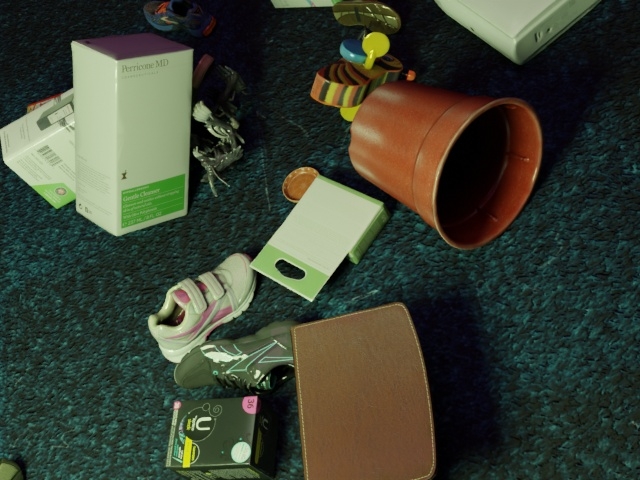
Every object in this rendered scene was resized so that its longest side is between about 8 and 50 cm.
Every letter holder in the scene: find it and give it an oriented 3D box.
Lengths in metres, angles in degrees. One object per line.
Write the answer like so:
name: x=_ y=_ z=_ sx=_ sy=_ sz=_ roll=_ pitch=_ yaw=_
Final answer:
letter holder: x=0.087 y=0.275 z=1.408 sx=0.214 sy=0.152 sz=0.301 roll=-16 pitch=55 yaw=12

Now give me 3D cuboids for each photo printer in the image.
photo printer: x=0.391 y=-0.525 z=1.790 sx=0.256 sy=0.107 sz=0.307 roll=-39 pitch=53 yaw=-2

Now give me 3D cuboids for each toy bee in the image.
toy bee: x=0.108 y=-0.349 z=1.779 sx=0.162 sy=0.195 sz=0.298 roll=26 pitch=60 yaw=9

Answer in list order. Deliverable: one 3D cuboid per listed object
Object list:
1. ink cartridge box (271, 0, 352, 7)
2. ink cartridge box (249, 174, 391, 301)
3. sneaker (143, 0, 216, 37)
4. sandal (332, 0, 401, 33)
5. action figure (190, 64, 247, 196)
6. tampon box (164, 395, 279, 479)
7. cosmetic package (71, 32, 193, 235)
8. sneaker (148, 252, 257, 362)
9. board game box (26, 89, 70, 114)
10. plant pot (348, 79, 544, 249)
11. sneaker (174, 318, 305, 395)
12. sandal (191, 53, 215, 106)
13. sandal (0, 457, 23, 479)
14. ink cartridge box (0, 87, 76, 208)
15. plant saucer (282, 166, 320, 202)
ink cartridge box: x=-0.011 y=-0.632 z=2.048 sx=0.212 sy=0.093 sz=0.154 roll=5 pitch=63 yaw=29
ink cartridge box: x=0.000 y=0.000 z=1.674 sx=0.171 sy=0.056 sz=0.235 roll=27 pitch=75 yaw=34
sneaker: x=-0.357 y=-0.570 z=2.168 sx=0.221 sy=0.087 sz=0.083 roll=16 pitch=67 yaw=31
sandal: x=0.107 y=-0.506 z=1.941 sx=0.180 sy=0.072 sz=0.049 roll=19 pitch=48 yaw=37
action figure: x=-0.233 y=-0.232 z=1.861 sx=0.164 sy=0.141 sz=0.275 roll=-41 pitch=36 yaw=46
tampon box: x=-0.167 y=0.344 z=1.506 sx=0.161 sy=0.101 sz=0.120 roll=-8 pitch=58 yaw=19
cosmetic package: x=-0.381 y=-0.219 z=1.769 sx=0.155 sy=0.365 sz=0.197 roll=28 pitch=35 yaw=35
sneaker: x=-0.225 y=0.116 z=1.668 sx=0.252 sy=0.111 sz=0.103 roll=-48 pitch=54 yaw=-9
board game box: x=-0.562 y=-0.286 z=2.048 sx=0.194 sy=0.147 sz=0.045 roll=-16 pitch=56 yaw=14
plant pot: x=0.208 y=-0.160 z=1.567 sx=0.272 sy=0.272 sz=0.265 roll=-49 pitch=46 yaw=-10
sneaker: x=-0.141 y=0.227 z=1.570 sx=0.267 sy=0.101 sz=0.106 roll=-20 pitch=56 yaw=12
sandal: x=-0.312 y=-0.325 z=1.924 sx=0.079 sy=0.240 sz=0.088 roll=32 pitch=37 yaw=-3
sandal: x=-0.662 y=0.538 z=1.607 sx=0.086 sy=0.120 sz=0.302 roll=9 pitch=64 yaw=44
ink cartridge box: x=-0.543 y=-0.221 z=1.966 sx=0.273 sy=0.198 sz=0.114 roll=-28 pitch=52 yaw=6
plant saucer: x=-0.037 y=-0.112 z=1.787 sx=0.084 sy=0.013 sz=0.083 roll=-11 pitch=57 yaw=18
